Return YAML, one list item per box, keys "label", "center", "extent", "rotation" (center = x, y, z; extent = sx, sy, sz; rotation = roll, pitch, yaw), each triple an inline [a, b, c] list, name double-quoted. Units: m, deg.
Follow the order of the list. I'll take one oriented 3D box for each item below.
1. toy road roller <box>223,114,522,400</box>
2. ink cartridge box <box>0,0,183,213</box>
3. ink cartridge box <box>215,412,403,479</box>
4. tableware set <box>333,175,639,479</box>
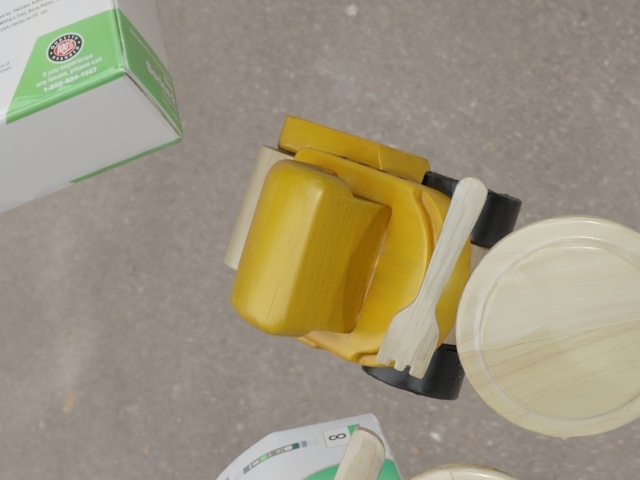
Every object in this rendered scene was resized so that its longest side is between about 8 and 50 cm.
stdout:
- label: "toy road roller"
  center: [0.000, 0.000, 1.050]
  extent: [0.329, 0.240, 0.202]
  rotation: [23, 98, 44]
- label: "ink cartridge box"
  center: [-0.257, -0.196, 1.021]
  extent: [0.211, 0.121, 0.289]
  rotation: [-20, 60, 11]
- label: "ink cartridge box"
  center: [-0.050, 0.200, 0.804]
  extent: [0.181, 0.224, 0.056]
  rotation: [-114, 16, -71]
- label: "tableware set"
  center: [0.076, 0.078, 0.456]
  extent: [0.039, 0.128, 0.194]
  rotation: [-72, 4, -75]
